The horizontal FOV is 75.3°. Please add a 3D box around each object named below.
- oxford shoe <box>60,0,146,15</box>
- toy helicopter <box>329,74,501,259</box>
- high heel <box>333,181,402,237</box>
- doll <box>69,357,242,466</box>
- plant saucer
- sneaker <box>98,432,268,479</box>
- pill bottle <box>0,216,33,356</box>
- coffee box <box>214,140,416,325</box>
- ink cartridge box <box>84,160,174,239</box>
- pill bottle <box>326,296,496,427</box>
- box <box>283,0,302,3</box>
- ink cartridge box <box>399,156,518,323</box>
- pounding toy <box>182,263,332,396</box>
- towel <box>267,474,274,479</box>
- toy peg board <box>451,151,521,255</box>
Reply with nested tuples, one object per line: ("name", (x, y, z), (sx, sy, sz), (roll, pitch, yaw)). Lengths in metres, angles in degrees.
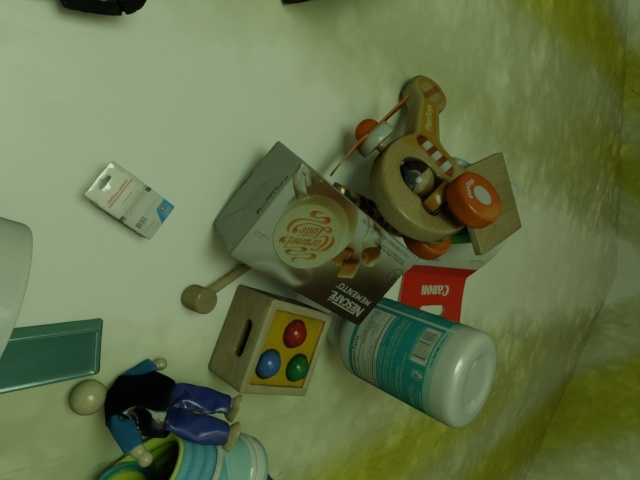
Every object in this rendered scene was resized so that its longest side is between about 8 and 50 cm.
("oxford shoe", (-0.264, -0.258, 0.327), (0.227, 0.083, 0.096), (-5, 81, -42))
("toy helicopter", (0.151, -0.158, 0.685), (0.235, 0.140, 0.354), (23, 55, -16))
("high heel", (0.127, -0.079, 0.734), (0.261, 0.093, 0.186), (-43, 127, -24))
("doll", (-0.187, 0.197, 0.480), (0.189, 0.129, 0.046), (22, 123, -21))
("plant saucer", (-0.314, 0.121, 0.401), (0.192, 0.018, 0.067), (0, 100, -46))
("sneaker", (-0.210, 0.378, 0.495), (0.208, 0.127, 0.318), (45, 59, -43))
("pill bottle", (-0.351, 0.012, 0.236), (0.283, 0.160, 0.160), (22, 84, -46))
("coffee box", (0.000, 0.000, 0.577), (0.247, 0.098, 0.141), (36, 98, -37))
("ink cartridge box", (-0.210, -0.044, 0.453), (0.083, 0.028, 0.048), (46, 68, -41))
("pill bottle", (0.132, 0.178, 0.679), (0.146, 0.264, 0.146), (-13, 109, -41))
("box", (0.054, -0.419, 0.521), (0.203, 0.167, 0.168), (-35, 123, -34))
("ink cartridge box", (0.319, 0.030, 0.952), (0.308, 0.091, 0.384), (7, 94, -45))
("pounding toy", (-0.082, 0.110, 0.572), (0.206, 0.094, 0.181), (25, 82, -45))
("towel", (-0.096, 0.430, 0.684), (0.067, 0.029, 0.119), (-43, 127, -29))
("toy peg board", (0.303, -0.071, 0.816), (0.161, 0.079, 0.160), (-25, 101, -36))
